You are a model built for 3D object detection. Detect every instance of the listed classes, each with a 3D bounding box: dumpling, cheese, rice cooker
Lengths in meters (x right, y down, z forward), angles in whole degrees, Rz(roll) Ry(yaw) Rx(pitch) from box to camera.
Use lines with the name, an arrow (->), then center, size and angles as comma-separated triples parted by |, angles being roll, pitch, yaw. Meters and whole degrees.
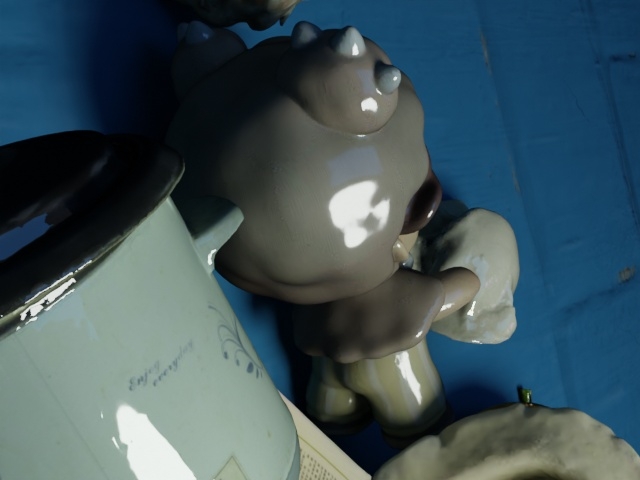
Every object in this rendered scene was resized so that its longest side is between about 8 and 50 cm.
dumpling -> 0.145, 0.025, 1.147 | 0.150, 0.092, 0.176 | 19, 70, -32
cheese -> 0.149, 0.298, 0.883 | 0.153, 0.292, 0.332 | 45, 45, -65
rice cooker -> -0.166, 0.076, 0.605 | 0.317, 0.264, 0.316 | -5, 104, -22

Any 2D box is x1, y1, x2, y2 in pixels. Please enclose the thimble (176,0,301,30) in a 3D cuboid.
thimble -> -0.073, -0.297, 0.884 | 0.148, 0.196, 0.229 | -53, 150, -41

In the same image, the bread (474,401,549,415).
bread -> 0.220, 0.306, 1.093 | 0.306, 0.159, 0.305 | 18, 67, -47

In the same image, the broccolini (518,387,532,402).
broccolini -> 0.251, 0.236, 1.264 | 0.035, 0.030, 0.139 | 4, 72, -60

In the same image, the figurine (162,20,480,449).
figurine -> 0.001, 0.001, 0.882 | 0.203, 0.248, 0.380 | -35, 121, -26

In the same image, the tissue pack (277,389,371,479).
tissue pack -> -0.072, 0.238, 0.779 | 0.159, 0.125, 0.234 | 46, 46, -35
